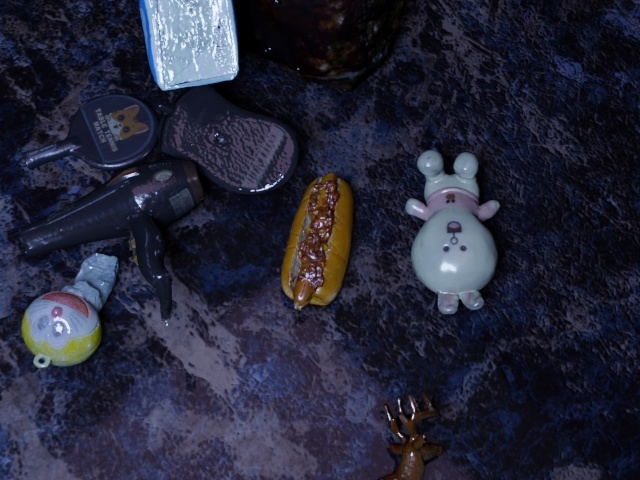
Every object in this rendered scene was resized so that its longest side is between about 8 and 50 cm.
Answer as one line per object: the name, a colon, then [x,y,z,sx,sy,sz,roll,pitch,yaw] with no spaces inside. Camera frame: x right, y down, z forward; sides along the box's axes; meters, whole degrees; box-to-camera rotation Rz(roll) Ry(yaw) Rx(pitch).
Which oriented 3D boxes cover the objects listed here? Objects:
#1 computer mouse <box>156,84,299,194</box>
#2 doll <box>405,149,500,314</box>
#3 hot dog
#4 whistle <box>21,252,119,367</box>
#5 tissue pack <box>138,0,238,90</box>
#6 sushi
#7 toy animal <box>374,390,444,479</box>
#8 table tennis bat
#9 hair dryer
computer mouse: [-0.159,-0.165,1.453,0.264,0.088,0.147,31,85,7]
doll: [0.218,-0.010,1.392,0.154,0.113,0.275,-4,72,5]
hot dog: [0.000,0.000,1.390,0.102,0.076,0.249,14,64,0]
whistle: [-0.373,0.100,1.312,0.122,0.123,0.223,19,51,6]
tissue pack: [-0.219,-0.364,1.416,0.146,0.263,0.198,-8,107,-8]
sushi: [-0.004,-0.451,1.478,0.299,0.294,0.281,19,65,7]
toy animal: [0.087,0.358,1.224,0.243,0.087,0.260,-13,69,-10]
table tennis bat: [-0.393,-0.174,1.482,0.236,0.027,0.150,-21,68,-15]
hair dryer: [-0.295,0.018,1.289,0.303,0.120,0.359,-20,39,-9]
